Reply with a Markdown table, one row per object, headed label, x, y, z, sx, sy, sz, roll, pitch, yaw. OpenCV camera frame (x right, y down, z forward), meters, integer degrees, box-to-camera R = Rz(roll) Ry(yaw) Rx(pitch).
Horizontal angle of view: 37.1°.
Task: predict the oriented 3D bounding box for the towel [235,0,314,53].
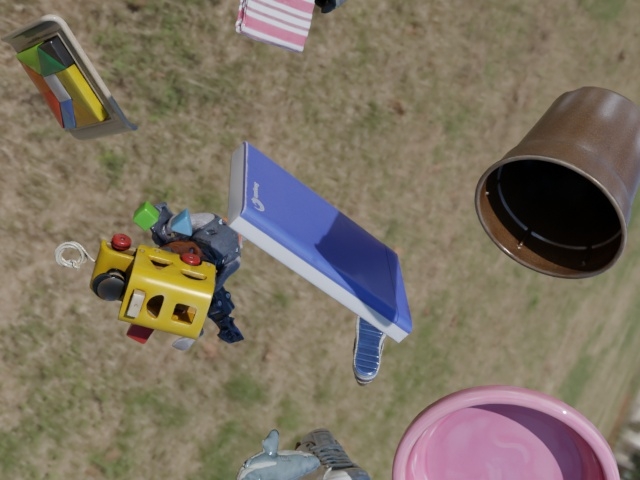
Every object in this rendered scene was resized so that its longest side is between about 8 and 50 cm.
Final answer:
| label | x | y | z | sx | sy | sz | roll | pitch | yaw |
| --- | --- | --- | --- | --- | --- | --- | --- | --- | --- |
| towel | -0.060 | -0.399 | 1.475 | 0.144 | 0.029 | 0.197 | 8 | 97 | -48 |

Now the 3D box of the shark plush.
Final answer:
| label | x | y | z | sx | sy | sz | roll | pitch | yaw |
| --- | --- | --- | --- | --- | --- | --- | --- | --- | --- |
| shark plush | -0.068 | 0.293 | 1.178 | 0.161 | 0.067 | 0.073 | -12 | 123 | -59 |

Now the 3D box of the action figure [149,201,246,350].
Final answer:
| label | x | y | z | sx | sy | sz | roll | pitch | yaw |
| --- | --- | --- | --- | --- | --- | --- | --- | --- | --- |
| action figure | -0.216 | 0.076 | 1.914 | 0.341 | 0.179 | 0.330 | 57 | 26 | -19 |

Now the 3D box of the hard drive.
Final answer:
| label | x | y | z | sx | sy | sz | roll | pitch | yaw |
| --- | --- | --- | --- | --- | --- | --- | --- | --- | --- |
| hard drive | 0.000 | 0.000 | 1.423 | 0.040 | 0.319 | 0.210 | -44 | -155 | 22 |

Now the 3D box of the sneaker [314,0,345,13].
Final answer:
| label | x | y | z | sx | sy | sz | roll | pitch | yaw |
| --- | --- | --- | --- | --- | --- | --- | --- | --- | --- |
| sneaker | -0.020 | -0.317 | 1.091 | 0.075 | 0.063 | 0.170 | -46 | 137 | 14 |

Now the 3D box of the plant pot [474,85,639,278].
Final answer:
| label | x | y | z | sx | sy | sz | roll | pitch | yaw |
| --- | --- | --- | --- | --- | --- | --- | --- | --- | --- |
| plant pot | 0.278 | -0.074 | 1.046 | 0.165 | 0.167 | 0.167 | -53 | 155 | -35 |

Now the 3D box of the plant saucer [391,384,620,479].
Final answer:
| label | x | y | z | sx | sy | sz | roll | pitch | yaw |
| --- | --- | --- | --- | --- | --- | --- | --- | --- | --- |
| plant saucer | 0.277 | 0.353 | 1.437 | 0.084 | 0.332 | 0.332 | -59 | 165 | -64 |

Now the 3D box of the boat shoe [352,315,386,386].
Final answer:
| label | x | y | z | sx | sy | sz | roll | pitch | yaw |
| --- | --- | --- | --- | --- | --- | --- | --- | --- | --- |
| boat shoe | 0.090 | 0.194 | 1.824 | 0.066 | 0.066 | 0.183 | 104 | 3 | -51 |

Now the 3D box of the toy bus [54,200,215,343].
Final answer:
| label | x | y | z | sx | sy | sz | roll | pitch | yaw |
| --- | --- | --- | --- | --- | --- | --- | --- | --- | --- |
| toy bus | -0.244 | 0.066 | 1.318 | 0.191 | 0.202 | 0.104 | 61 | 9 | -25 |

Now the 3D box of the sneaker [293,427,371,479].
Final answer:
| label | x | y | z | sx | sy | sz | roll | pitch | yaw |
| --- | --- | --- | --- | --- | --- | --- | --- | --- | --- |
| sneaker | 0.004 | 0.393 | 1.686 | 0.290 | 0.106 | 0.123 | 151 | -59 | -65 |

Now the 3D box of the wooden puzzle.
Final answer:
| label | x | y | z | sx | sy | sz | roll | pitch | yaw |
| --- | --- | --- | --- | --- | --- | --- | --- | --- | --- |
| wooden puzzle | -0.441 | -0.269 | 1.651 | 0.044 | 0.221 | 0.238 | -48 | 117 | -28 |
